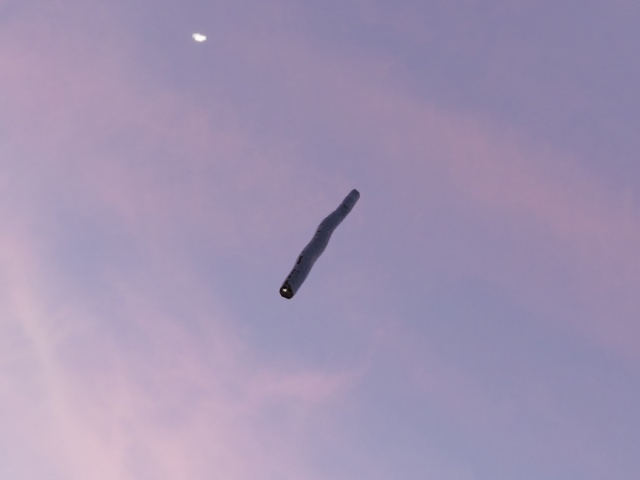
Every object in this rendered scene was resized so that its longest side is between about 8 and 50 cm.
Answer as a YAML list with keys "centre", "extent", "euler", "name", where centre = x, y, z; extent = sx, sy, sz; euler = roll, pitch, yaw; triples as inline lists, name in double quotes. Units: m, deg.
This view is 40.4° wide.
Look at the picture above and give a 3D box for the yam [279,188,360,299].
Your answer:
- centre: [0.001, -0.001, 1.128]
  extent: [0.027, 0.234, 0.029]
  euler: [16, -50, 17]
  name: "yam"
